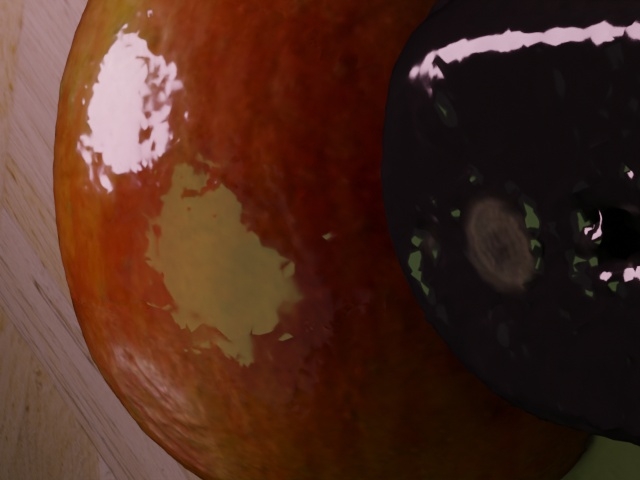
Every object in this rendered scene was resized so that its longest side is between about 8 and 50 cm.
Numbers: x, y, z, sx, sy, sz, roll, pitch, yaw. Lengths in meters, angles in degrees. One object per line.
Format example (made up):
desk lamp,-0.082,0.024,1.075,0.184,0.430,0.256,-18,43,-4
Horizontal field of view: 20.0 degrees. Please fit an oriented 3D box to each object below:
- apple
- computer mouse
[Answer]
apple,0.000,0.000,0.873,0.179,0.254,0.346,-75,-31,-63
computer mouse,0.144,-0.016,0.578,0.323,0.116,0.183,6,121,54
